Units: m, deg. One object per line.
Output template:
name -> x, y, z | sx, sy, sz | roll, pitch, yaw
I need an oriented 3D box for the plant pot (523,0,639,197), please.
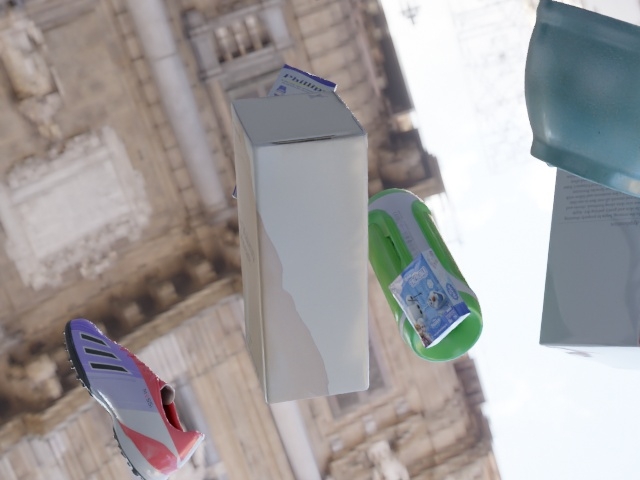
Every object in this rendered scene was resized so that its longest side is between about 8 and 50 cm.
plant pot -> 0.383, -0.169, 1.487 | 0.293, 0.196, 0.293 | 19, -168, -4

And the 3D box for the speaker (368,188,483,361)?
speaker -> 0.144, 0.045, 1.737 | 0.131, 0.131, 0.296 | -19, -142, -2

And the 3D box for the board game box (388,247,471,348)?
board game box -> 0.127, 0.069, 1.366 | 0.020, 0.090, 0.090 | -19, 160, -33

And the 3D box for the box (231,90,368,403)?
box -> -0.021, 0.007, 1.270 | 0.121, 0.311, 0.148 | -7, -154, -11

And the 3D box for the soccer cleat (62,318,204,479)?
soccer cleat -> -0.298, 0.232, 1.830 | 0.116, 0.108, 0.318 | -39, -118, 4

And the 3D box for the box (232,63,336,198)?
box -> -0.042, -0.121, 1.388 | 0.072, 0.126, 0.137 | 21, -146, 0

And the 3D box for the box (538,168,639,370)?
box -> 0.464, 0.007, 1.713 | 0.168, 0.345, 0.215 | -3, 164, 45
